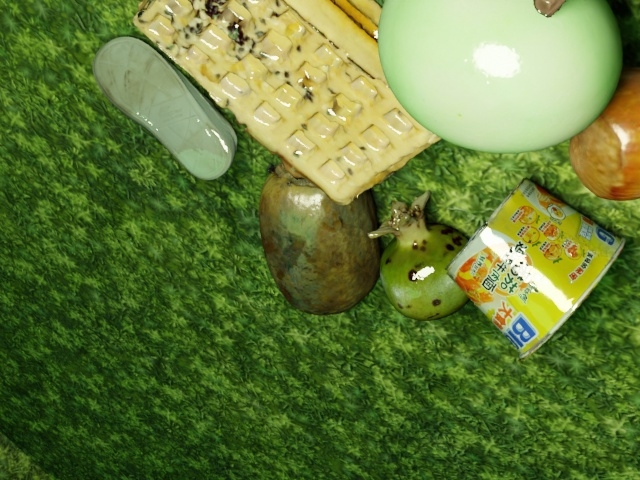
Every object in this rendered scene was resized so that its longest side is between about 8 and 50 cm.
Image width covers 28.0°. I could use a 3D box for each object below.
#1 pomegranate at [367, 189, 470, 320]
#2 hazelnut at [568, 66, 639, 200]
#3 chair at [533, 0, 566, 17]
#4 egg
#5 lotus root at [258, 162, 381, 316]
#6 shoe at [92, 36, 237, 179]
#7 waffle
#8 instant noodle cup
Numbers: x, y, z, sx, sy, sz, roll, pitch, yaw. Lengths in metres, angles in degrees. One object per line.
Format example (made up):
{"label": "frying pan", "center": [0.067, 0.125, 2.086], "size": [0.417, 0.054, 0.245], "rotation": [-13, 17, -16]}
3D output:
{"label": "pomegranate", "center": [0.135, 0.027, 1.754], "size": [0.169, 0.148, 0.148], "rotation": [54, 144, -11]}
{"label": "hazelnut", "center": [0.346, -0.119, 1.397], "size": [0.150, 0.150, 0.150], "rotation": [23, 146, 16]}
{"label": "chair", "center": [0.351, -0.300, 1.099], "size": [0.183, 0.176, 0.326], "rotation": [27, 151, -6]}
{"label": "egg", "center": [0.182, -0.199, 1.323], "size": [0.269, 0.220, 0.220], "rotation": [36, 155, 39]}
{"label": "lotus root", "center": [0.000, 0.000, 1.819], "size": [0.160, 0.152, 0.275], "rotation": [12, 142, 24]}
{"label": "shoe", "center": [-0.213, -0.188, 1.826], "size": [0.251, 0.103, 0.100], "rotation": [46, -169, 4]}
{"label": "waffle", "center": [-0.027, -0.228, 1.578], "size": [0.376, 0.114, 0.261], "rotation": [42, 147, -12]}
{"label": "instant noodle cup", "center": [0.259, 0.028, 1.604], "size": [0.153, 0.205, 0.205], "rotation": [40, 148, 7]}
